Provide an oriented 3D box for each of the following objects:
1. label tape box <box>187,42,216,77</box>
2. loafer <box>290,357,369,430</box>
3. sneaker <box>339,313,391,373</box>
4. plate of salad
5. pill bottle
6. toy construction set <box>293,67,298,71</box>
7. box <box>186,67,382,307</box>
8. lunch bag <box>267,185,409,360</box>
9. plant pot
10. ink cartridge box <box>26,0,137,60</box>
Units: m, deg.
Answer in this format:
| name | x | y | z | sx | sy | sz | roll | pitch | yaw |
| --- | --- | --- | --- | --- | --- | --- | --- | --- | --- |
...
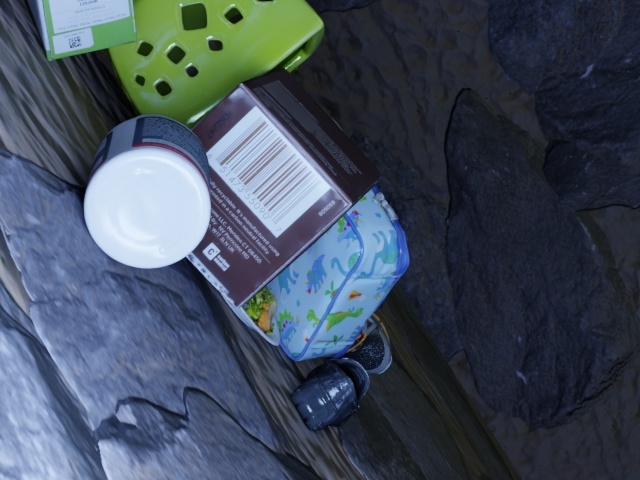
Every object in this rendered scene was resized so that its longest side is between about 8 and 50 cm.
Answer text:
| name | x | y | z | sx | sy | sz | roll | pitch | yaw |
| --- | --- | --- | --- | --- | --- | --- | --- | --- | --- |
| label tape box | -0.158 | -0.189 | 1.899 | 0.333 | 0.106 | 0.240 | 60 | 6 | 10 |
| loafer | 0.023 | 0.176 | 1.671 | 0.076 | 0.078 | 0.223 | 59 | 6 | 4 |
| sneaker | 0.018 | 0.108 | 1.985 | 0.215 | 0.084 | 0.083 | 47 | 8 | -9 |
| plate of salad | -0.092 | 0.029 | 1.628 | 0.199 | 0.048 | 0.200 | 57 | 7 | -11 |
| pill bottle | -0.152 | -0.053 | 1.277 | 0.108 | 0.108 | 0.180 | 56 | 7 | -19 |
| toy construction set | -0.085 | -0.217 | 2.399 | 0.327 | 0.151 | 0.215 | -79 | 162 | -70 |
| box | -0.062 | -0.060 | 1.500 | 0.168 | 0.167 | 0.203 | 47 | 15 | 0 |
| lunch bag | 0.006 | 0.020 | 1.688 | 0.090 | 0.219 | 0.176 | -2 | 47 | -35 |
| plant pot | -0.148 | -0.241 | 1.634 | 0.207 | 0.228 | 0.227 | 50 | -3 | -2 |
| ink cartridge box | -0.260 | -0.337 | 1.411 | 0.255 | 0.097 | 0.188 | 91 | -21 | -46 |
